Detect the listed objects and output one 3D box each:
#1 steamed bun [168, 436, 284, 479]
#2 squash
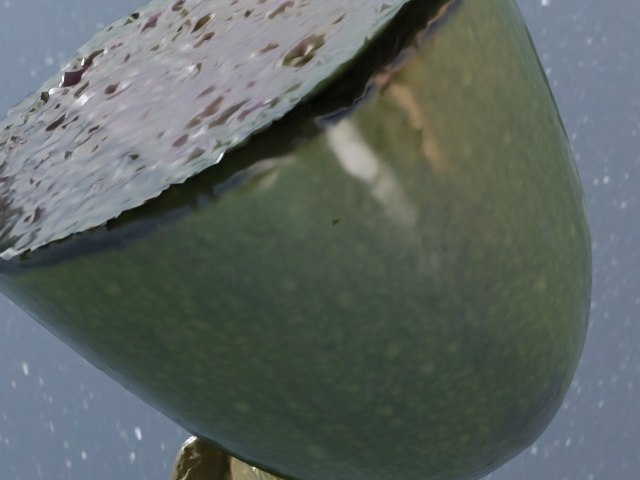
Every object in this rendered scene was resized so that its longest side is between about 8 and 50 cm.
[{"bbox_3d":[-0.079,0.298,1.274,0.137,0.292,0.295,-13,-108,22],"label":"steamed bun"},{"bbox_3d":[0.010,0.023,0.805,0.310,0.309,0.310,-26,-155,13],"label":"squash"}]
